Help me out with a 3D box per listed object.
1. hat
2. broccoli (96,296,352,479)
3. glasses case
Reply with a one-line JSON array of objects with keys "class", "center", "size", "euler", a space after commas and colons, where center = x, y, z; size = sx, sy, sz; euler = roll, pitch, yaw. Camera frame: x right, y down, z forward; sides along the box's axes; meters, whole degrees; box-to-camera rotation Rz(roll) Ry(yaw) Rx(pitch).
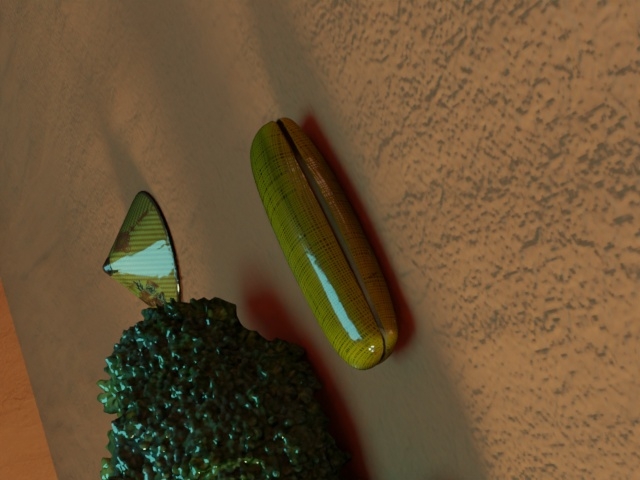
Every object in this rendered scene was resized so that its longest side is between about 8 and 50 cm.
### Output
[{"class": "hat", "center": [-0.268, 0.031, 1.431], "size": [0.193, 0.082, 0.193], "euler": [45, 143, 49]}, {"class": "broccoli", "center": [-0.125, 0.243, 1.047], "size": [0.375, 0.249, 0.302], "euler": [59, 149, 19]}, {"class": "glasses case", "center": [0.000, 0.000, 0.866], "size": [0.234, 0.064, 0.079], "euler": [64, 161, 21]}]
